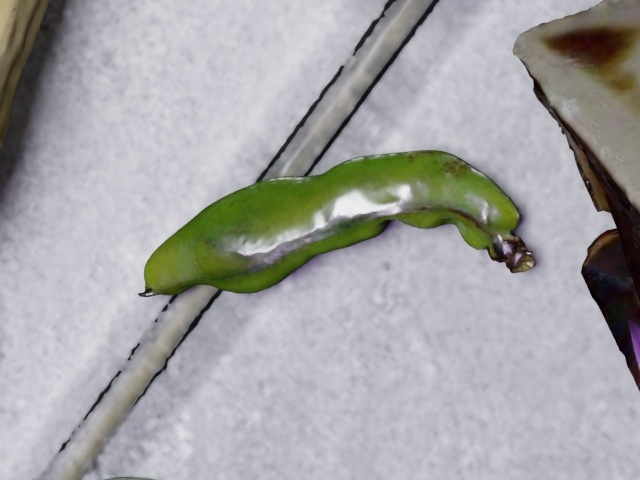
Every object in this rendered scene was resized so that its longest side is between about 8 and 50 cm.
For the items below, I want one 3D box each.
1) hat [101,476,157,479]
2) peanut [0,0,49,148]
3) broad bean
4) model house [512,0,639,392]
[{"bbox_3d":[-0.102,0.220,0.759,0.138,0.078,0.191,-4,95,18],"label":"hat"},{"bbox_3d":[-0.212,-0.104,0.702,0.174,0.158,0.340,22,100,37],"label":"peanut"},{"bbox_3d":[0.002,-0.008,0.720,0.195,0.046,0.061,-4,93,15],"label":"broad bean"},{"bbox_3d":[0.268,0.043,0.583,0.317,0.297,0.282,-17,128,15],"label":"model house"}]
